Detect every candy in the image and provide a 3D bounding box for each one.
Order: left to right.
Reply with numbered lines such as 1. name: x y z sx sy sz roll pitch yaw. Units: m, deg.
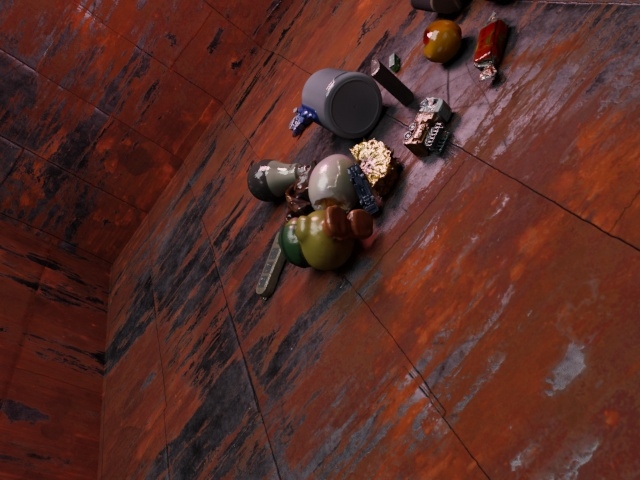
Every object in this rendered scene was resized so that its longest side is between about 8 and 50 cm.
1. candy: 0.514 -0.590 1.524 0.086 0.059 0.292 -16 50 53

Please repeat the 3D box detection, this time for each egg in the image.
1. egg: 0.050 -0.196 1.719 0.183 0.183 0.217 -29 43 39

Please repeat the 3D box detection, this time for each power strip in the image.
1. power strip: -0.175 0.091 1.925 0.080 0.048 0.286 -4 61 55

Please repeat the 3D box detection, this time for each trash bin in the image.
1. trash bin: 0.463 -0.942 1.796 0.290 0.182 0.209 -47 32 8

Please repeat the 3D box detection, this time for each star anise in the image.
1. star anise: -0.080 -0.139 1.876 0.292 0.108 0.350 132 157 -56

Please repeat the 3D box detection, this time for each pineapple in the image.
1. pineapple: 0.193 -0.252 1.632 0.135 0.079 0.233 -25 53 4

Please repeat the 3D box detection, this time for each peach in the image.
1. peach: 0.406 -0.665 1.682 0.138 0.138 0.138 -35 38 33

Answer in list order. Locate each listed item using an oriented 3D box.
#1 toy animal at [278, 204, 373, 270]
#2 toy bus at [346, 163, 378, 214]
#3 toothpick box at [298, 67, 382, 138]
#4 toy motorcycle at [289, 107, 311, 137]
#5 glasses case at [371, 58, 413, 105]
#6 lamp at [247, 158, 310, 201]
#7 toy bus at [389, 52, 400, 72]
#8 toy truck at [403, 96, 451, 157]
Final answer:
1. toy animal: -0.001 0.003 1.614 0.338 0.216 0.191 -14 79 51
2. toy bus: 0.135 -0.161 1.605 0.047 0.166 0.065 -24 -3 7
3. toothpick box: 0.052 -0.537 1.957 0.263 0.263 0.355 -54 30 7
4. toy motorcycle: -0.072 -0.576 2.341 0.205 0.076 0.114 -44 41 23
5. glasses case: 0.246 -0.544 1.740 0.042 0.190 0.072 -31 44 36
6. lamp: -0.168 -0.281 2.137 0.313 0.182 0.182 -24 43 23
7. toy bus: 0.285 -0.689 1.956 0.031 0.037 0.083 -30 40 37
8. toy truck: 0.341 -0.350 1.542 0.115 0.080 0.178 14 76 53
